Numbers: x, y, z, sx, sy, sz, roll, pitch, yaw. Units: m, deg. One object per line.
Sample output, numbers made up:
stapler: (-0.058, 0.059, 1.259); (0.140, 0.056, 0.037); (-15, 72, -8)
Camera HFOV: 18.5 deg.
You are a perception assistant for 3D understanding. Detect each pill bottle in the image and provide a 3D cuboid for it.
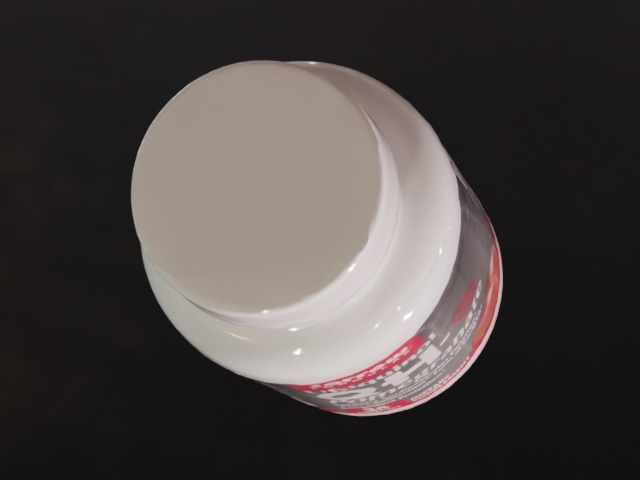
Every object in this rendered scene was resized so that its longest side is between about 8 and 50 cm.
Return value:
pill bottle: (0.000, 0.000, 1.108); (0.176, 0.318, 0.176); (-2, -100, 12)
